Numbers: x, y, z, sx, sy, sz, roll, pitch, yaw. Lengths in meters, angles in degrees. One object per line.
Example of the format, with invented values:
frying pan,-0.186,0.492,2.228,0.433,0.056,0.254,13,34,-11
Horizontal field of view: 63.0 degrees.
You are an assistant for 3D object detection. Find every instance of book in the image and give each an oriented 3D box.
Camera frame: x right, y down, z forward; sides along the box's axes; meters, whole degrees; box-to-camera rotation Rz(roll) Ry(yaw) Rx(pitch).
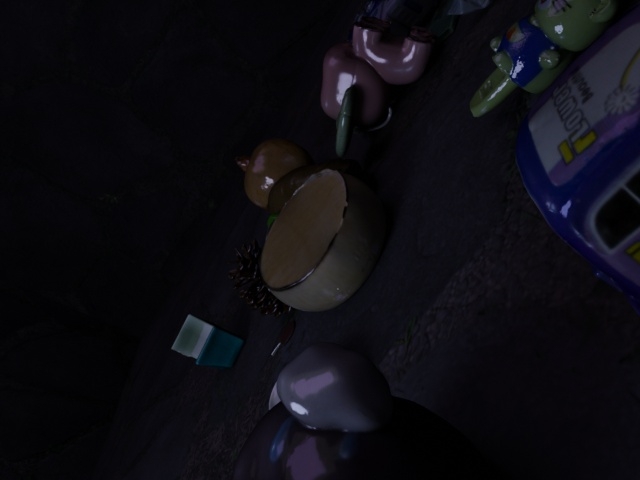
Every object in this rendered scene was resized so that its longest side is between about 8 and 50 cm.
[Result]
book,0.264,-0.472,1.124,0.103,0.017,0.135,-26,39,60

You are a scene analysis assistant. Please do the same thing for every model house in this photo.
model house,-0.268,0.264,1.307,0.100,0.149,0.127,-67,-26,-11

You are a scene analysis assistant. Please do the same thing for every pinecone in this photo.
pinecone,-0.117,0.070,1.107,0.163,0.165,0.162,-43,28,30

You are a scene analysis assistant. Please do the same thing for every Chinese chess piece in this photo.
Chinese chess piece,0.000,0.000,0.931,0.257,0.104,0.257,-38,36,34

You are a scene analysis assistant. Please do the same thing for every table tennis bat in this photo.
table tennis bat,-0.075,0.199,1.058,0.083,0.007,0.050,-55,19,12

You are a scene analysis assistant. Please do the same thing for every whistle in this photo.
whistle,0.269,-0.241,0.651,0.227,0.085,0.105,-44,30,45

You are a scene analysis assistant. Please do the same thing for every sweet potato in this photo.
sweet potato,-0.009,-0.115,1.171,0.423,0.131,0.130,-12,51,60

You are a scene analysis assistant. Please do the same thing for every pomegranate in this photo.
pomegranate,-0.113,-0.181,1.440,0.207,0.207,0.207,-52,20,27

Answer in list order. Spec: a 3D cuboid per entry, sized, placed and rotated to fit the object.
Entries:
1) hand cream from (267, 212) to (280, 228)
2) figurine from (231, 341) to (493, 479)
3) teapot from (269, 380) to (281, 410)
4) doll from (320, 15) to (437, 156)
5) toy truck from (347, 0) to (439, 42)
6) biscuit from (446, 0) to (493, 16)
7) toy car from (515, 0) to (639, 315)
hand cream,-0.022,-0.023,1.106,0.275,0.050,0.078,13,101,52
figurine,0.002,0.284,0.392,0.218,0.206,0.364,-44,24,63
teapot,-0.012,0.228,0.716,0.145,0.092,0.226,-64,21,-6
doll,0.107,-0.326,1.126,0.284,0.217,0.268,-58,-17,-54
toy truck,0.177,-0.552,1.318,0.268,0.124,0.155,-35,38,57
biscuit,0.345,-0.516,0.869,0.309,0.079,0.186,-23,40,64
toy car,0.248,-0.076,0.340,0.235,0.158,0.172,-49,22,36
